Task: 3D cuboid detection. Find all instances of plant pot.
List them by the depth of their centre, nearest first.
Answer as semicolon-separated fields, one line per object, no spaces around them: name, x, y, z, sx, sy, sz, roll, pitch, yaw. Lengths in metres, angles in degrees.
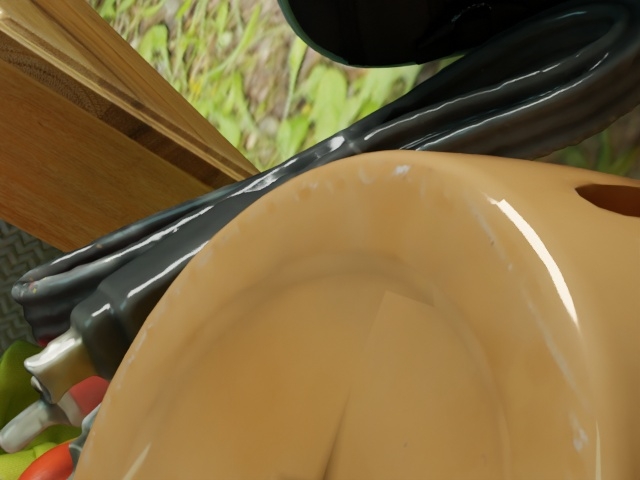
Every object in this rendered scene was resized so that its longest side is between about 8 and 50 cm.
plant pot;0.065;0.102;0.422;0.291;0.203;0.291;-26;53;41

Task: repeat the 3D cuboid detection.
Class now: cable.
cable;0.000;0.000;0.598;0.287;0.072;0.139;-32;24;-17

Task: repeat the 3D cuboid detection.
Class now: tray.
tray;-0.187;-0.123;0.817;0.076;0.203;0.411;-51;45;7

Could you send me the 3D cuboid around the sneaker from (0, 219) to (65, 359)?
sneaker;-0.280;0.059;0.950;0.366;0.137;0.210;-48;39;17

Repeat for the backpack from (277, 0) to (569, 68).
backpack;0.038;-0.164;0.606;0.165;0.188;0.144;-19;45;-1

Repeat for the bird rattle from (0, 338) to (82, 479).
bird rattle;-0.117;0.108;0.631;0.206;0.253;0.143;-3;85;18
